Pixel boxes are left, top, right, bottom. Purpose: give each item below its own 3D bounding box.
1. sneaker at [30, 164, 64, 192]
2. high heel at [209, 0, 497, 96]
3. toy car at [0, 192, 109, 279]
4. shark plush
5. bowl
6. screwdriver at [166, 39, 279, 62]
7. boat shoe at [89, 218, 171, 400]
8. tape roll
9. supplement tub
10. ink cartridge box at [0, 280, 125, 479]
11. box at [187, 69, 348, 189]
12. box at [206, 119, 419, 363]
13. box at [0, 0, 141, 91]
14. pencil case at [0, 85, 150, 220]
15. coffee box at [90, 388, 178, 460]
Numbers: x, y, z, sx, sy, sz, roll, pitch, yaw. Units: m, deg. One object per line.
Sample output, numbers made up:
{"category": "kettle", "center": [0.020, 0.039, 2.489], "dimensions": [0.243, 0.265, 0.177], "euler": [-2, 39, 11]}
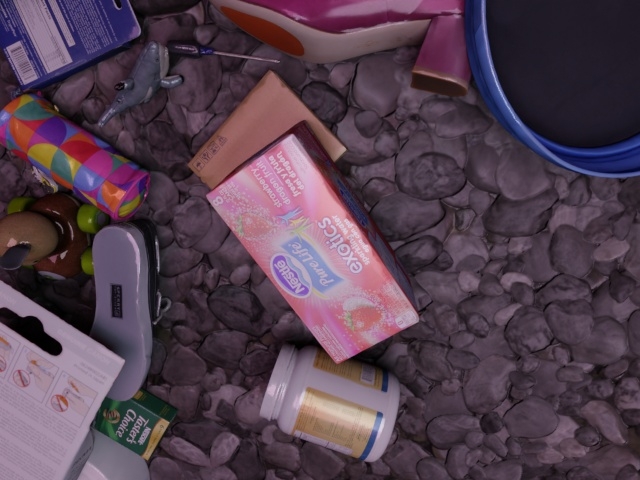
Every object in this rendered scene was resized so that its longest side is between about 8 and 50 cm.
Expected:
{"category": "sneaker", "center": [-0.454, -0.111, 0.754], "dimensions": [0.083, 0.035, 0.031], "euler": [48, 129, 14]}
{"category": "high heel", "center": [0.045, -0.327, 0.591], "dimensions": [0.376, 0.127, 0.182], "euler": [18, 91, 1]}
{"category": "toy car", "center": [-0.453, 0.011, 0.705], "dimensions": [0.154, 0.188, 0.149], "euler": [5, 107, 7]}
{"category": "shark plush", "center": [-0.286, -0.237, 0.671], "dimensions": [0.161, 0.067, 0.073], "euler": [-27, 101, 15]}
{"category": "bowl", "center": [0.350, -0.272, 0.517], "dimensions": [0.390, 0.077, 0.392], "euler": [-2, 105, -8]}
{"category": "screwdriver", "center": [-0.144, -0.280, 0.667], "dimensions": [0.169, 0.024, 0.025], "euler": [4, 78, 1]}
{"category": "boat shoe", "center": [-0.321, 0.115, 0.762], "dimensions": [0.113, 0.105, 0.307], "euler": [4, 102, 11]}
{"category": "tape roll", "center": [-0.496, 0.491, 0.899], "dimensions": [0.285, 0.100, 0.287], "euler": [2, 106, 8]}
{"category": "supplement tub", "center": [0.015, 0.257, 0.733], "dimensions": [0.199, 0.144, 0.145], "euler": [18, 108, 3]}
{"category": "ink cartridge box", "center": [-0.510, 0.253, 0.750], "dimensions": [0.308, 0.091, 0.385], "euler": [32, 102, 1]}
{"category": "box", "center": [-0.085, -0.129, 0.699], "dimensions": [0.164, 0.021, 0.201], "euler": [45, 107, -6]}
{"category": "box", "center": [0.000, 0.000, 0.641], "dimensions": [0.142, 0.154, 0.300], "euler": [-32, 106, 14]}
{"category": "box", "center": [-0.381, -0.329, 0.674], "dimensions": [0.225, 0.036, 0.137], "euler": [-17, 103, 14]}
{"category": "pencil case", "center": [-0.379, -0.133, 0.701], "dimensions": [0.236, 0.104, 0.104], "euler": [37, 108, -4]}
{"category": "coffee box", "center": [-0.379, 0.329, 0.865], "dimensions": [0.184, 0.040, 0.113], "euler": [33, 108, -2]}
